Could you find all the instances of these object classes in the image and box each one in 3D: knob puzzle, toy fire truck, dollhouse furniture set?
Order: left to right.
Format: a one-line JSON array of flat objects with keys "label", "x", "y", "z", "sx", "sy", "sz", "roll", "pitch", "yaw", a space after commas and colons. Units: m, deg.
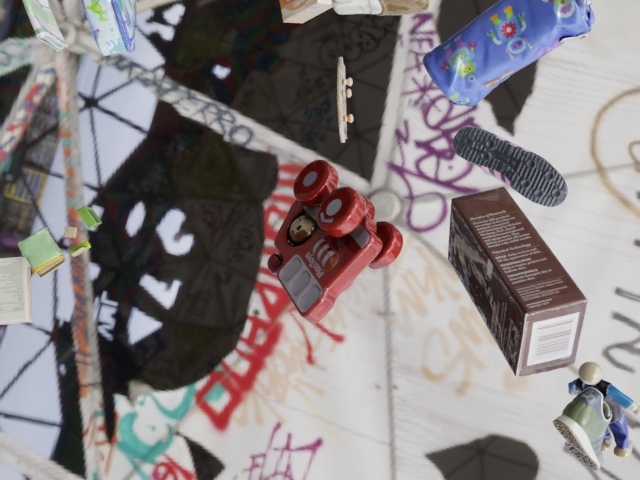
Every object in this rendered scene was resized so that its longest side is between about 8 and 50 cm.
[{"label": "dollhouse furniture set", "x": -0.453, "y": 0.000, "z": 1.450, "sx": 0.152, "sy": 0.076, "sz": 0.058, "roll": -33, "pitch": -178, "yaw": -1}, {"label": "toy fire truck", "x": 0.000, "y": 0.000, "z": 1.708, "sx": 0.254, "sy": 0.169, "sz": 0.302, "roll": -46, "pitch": -142, "yaw": 6}, {"label": "knob puzzle", "x": 0.057, "y": -0.318, "z": 1.891, "sx": 0.213, "sy": 0.030, "sz": 0.213, "roll": -1, "pitch": 90, "yaw": -85}]

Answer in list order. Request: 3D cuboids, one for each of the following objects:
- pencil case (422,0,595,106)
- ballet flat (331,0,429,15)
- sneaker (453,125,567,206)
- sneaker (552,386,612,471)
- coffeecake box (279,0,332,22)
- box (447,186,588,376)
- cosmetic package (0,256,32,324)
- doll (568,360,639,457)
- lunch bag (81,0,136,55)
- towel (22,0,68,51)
[{"label": "pencil case", "x": 0.331, "y": -0.348, "z": 1.458, "sx": 0.306, "sy": 0.119, "sz": 0.133, "roll": -31, "pitch": -100, "yaw": 29}, {"label": "ballet flat", "x": 0.037, "y": -0.476, "z": 1.477, "sx": 0.124, "sy": 0.342, "sz": 0.116, "roll": -43, "pitch": 160, "yaw": -7}, {"label": "sneaker", "x": 0.490, "y": -0.199, "z": 2.149, "sx": 0.112, "sy": 0.319, "sz": 0.131, "roll": -57, "pitch": 176, "yaw": 15}, {"label": "sneaker", "x": 0.418, "y": 0.288, "z": 1.285, "sx": 0.086, "sy": 0.192, "sz": 0.064, "roll": -49, "pitch": -130, "yaw": -8}, {"label": "coffeecake box", "x": -0.043, "y": -0.657, "z": 2.090, "sx": 0.142, "sy": 0.068, "sz": 0.185, "roll": -12, "pitch": -93, "yaw": 50}, {"label": "box", "x": 0.400, "y": 0.077, "z": 1.763, "sx": 0.381, "sy": 0.143, "sz": 0.191, "roll": -111, "pitch": -168, "yaw": -49}, {"label": "cosmetic package", "x": -0.547, "y": 0.090, "z": 1.488, "sx": 0.041, "sy": 0.060, "sz": 0.115, "roll": 118, "pitch": -32, "yaw": -76}, {"label": "doll", "x": 0.464, "y": 0.271, "z": 1.369, "sx": 0.129, "sy": 0.189, "sz": 0.046, "roll": 7, "pitch": -139, "yaw": 48}, {"label": "lunch bag", "x": -0.468, "y": -0.524, "z": 1.869, "sx": 0.219, "sy": 0.090, "sz": 0.176, "roll": -102, "pitch": -178, "yaw": -49}, {"label": "towel", "x": -0.480, "y": -0.404, "z": 1.422, "sx": 0.113, "sy": 0.023, "sz": 0.152, "roll": -34, "pitch": 104, "yaw": -89}]
